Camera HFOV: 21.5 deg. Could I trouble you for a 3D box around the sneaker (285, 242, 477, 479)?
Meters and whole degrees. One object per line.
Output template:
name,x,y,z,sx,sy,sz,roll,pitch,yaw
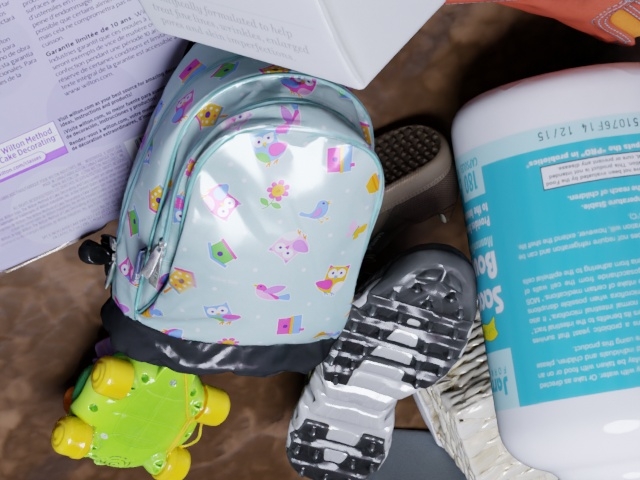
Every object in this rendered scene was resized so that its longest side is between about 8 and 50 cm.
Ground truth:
sneaker,0.035,0.054,1.029,0.078,0.106,0.234,16,142,-8

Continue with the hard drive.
hard drive,0.083,0.168,1.155,0.135,0.094,0.022,5,123,-25

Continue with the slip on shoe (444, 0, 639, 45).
slip on shoe,0.155,-0.155,0.944,0.331,0.123,0.101,-7,130,-23

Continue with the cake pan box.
cake pan box,-0.184,-0.100,0.875,0.266,0.070,0.246,-25,132,-3

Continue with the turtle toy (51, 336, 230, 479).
turtle toy,-0.108,0.087,1.039,0.095,0.066,0.130,21,114,-33

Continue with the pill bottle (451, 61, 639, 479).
pill bottle,0.165,0.039,0.980,0.146,0.264,0.146,-8,172,-1

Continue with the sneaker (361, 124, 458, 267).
sneaker,0.000,0.000,1.021,0.188,0.066,0.071,-24,134,-2

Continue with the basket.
basket,0.149,0.088,1.118,0.167,0.103,0.113,-25,128,-3

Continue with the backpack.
backpack,-0.033,-0.017,0.883,0.152,0.115,0.182,1,124,-24

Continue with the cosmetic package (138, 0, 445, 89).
cosmetic package,-0.003,-0.195,0.781,0.184,0.151,0.151,-48,133,-21
